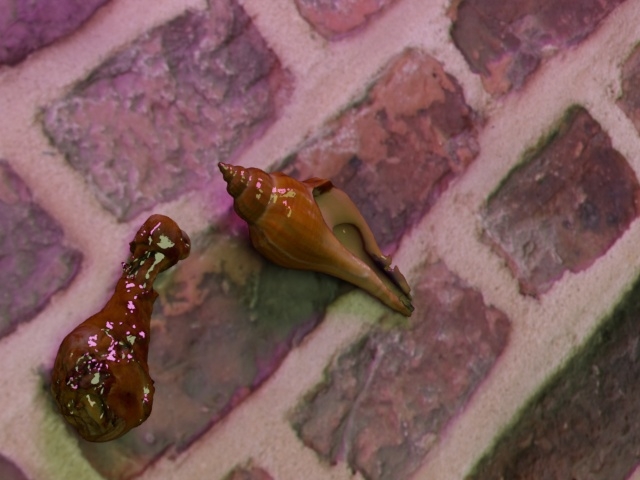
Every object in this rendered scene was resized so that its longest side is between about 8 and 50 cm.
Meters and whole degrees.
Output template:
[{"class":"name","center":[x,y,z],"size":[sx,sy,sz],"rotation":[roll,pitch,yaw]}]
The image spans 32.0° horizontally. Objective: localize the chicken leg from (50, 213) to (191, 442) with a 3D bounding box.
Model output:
[{"class":"chicken leg","center":[-0.203,0.088,1.164],"size":[0.107,0.087,0.252],"rotation":[41,57,-40]}]

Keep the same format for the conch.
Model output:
[{"class":"conch","center":[-0.004,0.001,1.283],"size":[0.330,0.093,0.109],"rotation":[41,46,-39]}]
